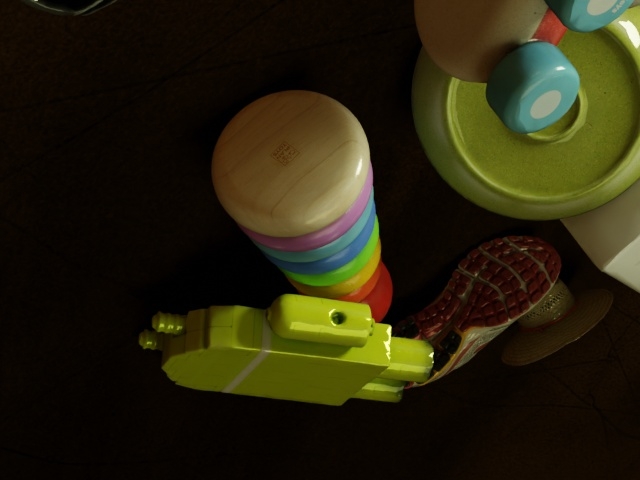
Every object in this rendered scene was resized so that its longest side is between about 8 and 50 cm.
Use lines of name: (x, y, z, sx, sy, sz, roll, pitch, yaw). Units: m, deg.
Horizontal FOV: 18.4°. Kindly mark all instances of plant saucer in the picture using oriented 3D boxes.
plant saucer: (0.203, -0.126, 1.789, 0.240, 0.037, 0.241, 1, 109, 2)

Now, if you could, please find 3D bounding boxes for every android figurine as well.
android figurine: (-0.037, 0.109, 1.910, 0.272, 0.056, 0.248, 9, 160, -12)

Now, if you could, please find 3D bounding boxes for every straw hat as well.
straw hat: (0.246, 0.071, 2.181, 0.144, 0.144, 0.061, -34, 105, 1)

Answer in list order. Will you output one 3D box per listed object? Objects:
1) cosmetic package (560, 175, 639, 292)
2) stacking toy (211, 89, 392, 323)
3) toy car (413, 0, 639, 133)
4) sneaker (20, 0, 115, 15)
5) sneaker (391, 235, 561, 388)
cosmetic package: (0.367, -0.038, 2.015, 0.156, 0.217, 0.385, -44, 146, 16)
stacking toy: (0.000, 0.000, 1.842, 0.141, 0.141, 0.330, -30, 151, -5)
toy car: (0.213, -0.229, 1.642, 0.238, 0.219, 0.210, -6, 138, -35)
sneaker: (-0.145, -0.219, 1.424, 0.295, 0.147, 0.105, 1, 131, -42)
sneaker: (0.159, 0.074, 2.116, 0.225, 0.088, 0.093, -36, 167, 4)
